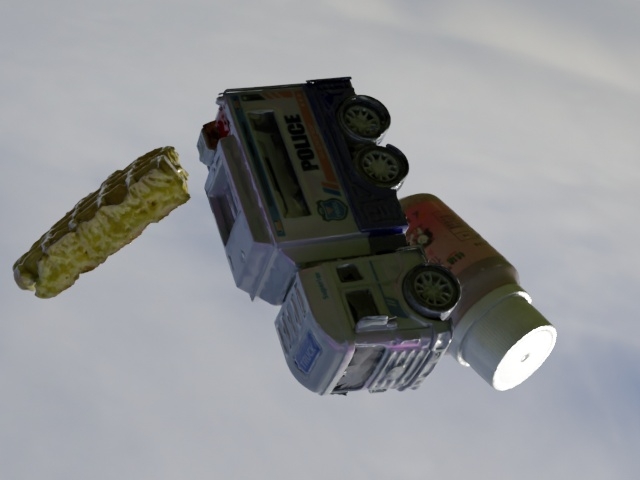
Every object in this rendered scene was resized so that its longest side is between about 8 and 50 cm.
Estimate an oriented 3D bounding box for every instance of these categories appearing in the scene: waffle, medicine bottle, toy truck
[{"bbox_3d":[-0.251,-0.027,1.359,0.057,0.229,0.219,54,-176,-15],"label":"waffle"},{"bbox_3d":[0.162,0.061,1.410,0.147,0.147,0.247,-8,-138,-41],"label":"medicine bottle"},{"bbox_3d":[0.000,0.000,0.999,0.155,0.124,0.268,-7,-122,-22],"label":"toy truck"}]
